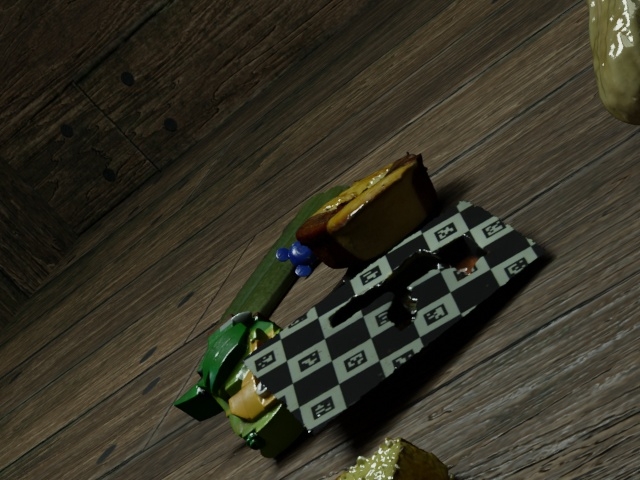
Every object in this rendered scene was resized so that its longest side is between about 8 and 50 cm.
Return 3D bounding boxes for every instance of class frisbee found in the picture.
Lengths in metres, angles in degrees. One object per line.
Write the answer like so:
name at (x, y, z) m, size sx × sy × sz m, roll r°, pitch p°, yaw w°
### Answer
frisbee at (0.026, 0.049, 1.942) m, size 0.211 × 0.012 × 0.187 m, roll -35°, pitch 14°, yaw 33°

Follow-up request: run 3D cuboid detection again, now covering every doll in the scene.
doll at (-0.067, 0.151, 1.667) m, size 0.134 × 0.106 × 0.186 m, roll -54°, pitch 30°, yaw -4°

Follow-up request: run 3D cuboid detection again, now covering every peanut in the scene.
peanut at (0.316, -0.250, 1.568) m, size 0.159 × 0.291 × 0.143 m, roll -1°, pitch -20°, yaw -29°

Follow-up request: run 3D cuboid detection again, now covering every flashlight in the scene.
flashlight at (0.000, 0.000, 2.147) m, size 0.121 × 0.057 × 0.035 m, roll -42°, pitch -27°, yaw -22°

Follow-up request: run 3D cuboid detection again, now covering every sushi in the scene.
sushi at (0.076, 0.078, 1.560) m, size 0.279 × 0.043 × 0.192 m, roll -38°, pitch 27°, yaw -8°

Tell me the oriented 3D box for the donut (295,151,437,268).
donut at (0.060, -0.031, 1.929) m, size 0.184 × 0.073 × 0.166 m, roll -28°, pitch 14°, yaw 37°

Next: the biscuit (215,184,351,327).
biscuit at (-0.054, 0.032, 2.202) m, size 0.099 × 0.038 × 0.322 m, roll -26°, pitch 20°, yaw 45°

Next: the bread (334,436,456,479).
bread at (0.043, 0.212, 1.218) m, size 0.103 × 0.065 × 0.187 m, roll -44°, pitch 9°, yaw 24°
